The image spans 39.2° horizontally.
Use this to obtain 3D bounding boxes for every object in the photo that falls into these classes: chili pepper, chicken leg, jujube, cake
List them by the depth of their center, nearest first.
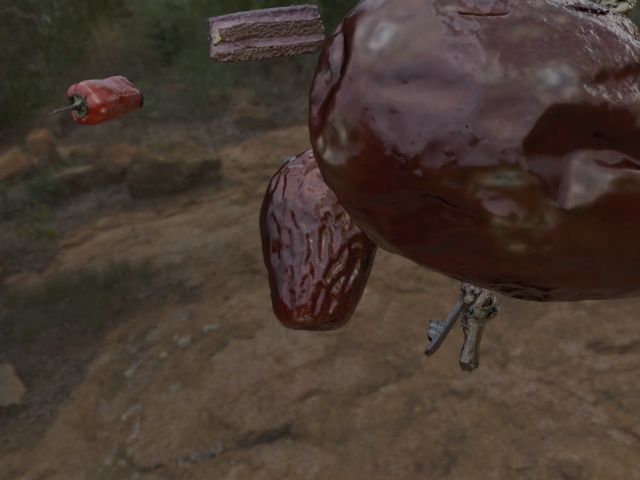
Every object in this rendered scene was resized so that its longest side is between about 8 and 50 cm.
[{"bbox_3d":[0.180,-0.084,0.779,0.377,0.276,0.276,7,21,-19],"label":"jujube"},{"bbox_3d":[0.000,0.000,1.247,0.190,0.190,0.255,-5,72,21],"label":"jujube"},{"bbox_3d":[-0.404,-0.244,1.593,0.192,0.084,0.086,-28,1,-45],"label":"chili pepper"},{"bbox_3d":[0.323,0.167,1.856,0.081,0.125,0.196,7,55,4],"label":"chicken leg"},{"bbox_3d":[-0.136,-0.473,2.074,0.296,0.115,0.113,-4,19,12],"label":"cake"}]

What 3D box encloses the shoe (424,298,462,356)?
[{"bbox_3d":[0.298,0.206,2.226,0.049,0.071,0.179,31,76,21],"label":"shoe"}]

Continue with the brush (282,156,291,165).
[{"bbox_3d":[-0.052,-0.108,2.149,0.032,0.193,0.043,-5,-15,-40],"label":"brush"}]

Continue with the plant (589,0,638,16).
[{"bbox_3d":[0.512,-0.437,1.635,0.104,0.122,0.116,-53,11,-19],"label":"plant"}]
